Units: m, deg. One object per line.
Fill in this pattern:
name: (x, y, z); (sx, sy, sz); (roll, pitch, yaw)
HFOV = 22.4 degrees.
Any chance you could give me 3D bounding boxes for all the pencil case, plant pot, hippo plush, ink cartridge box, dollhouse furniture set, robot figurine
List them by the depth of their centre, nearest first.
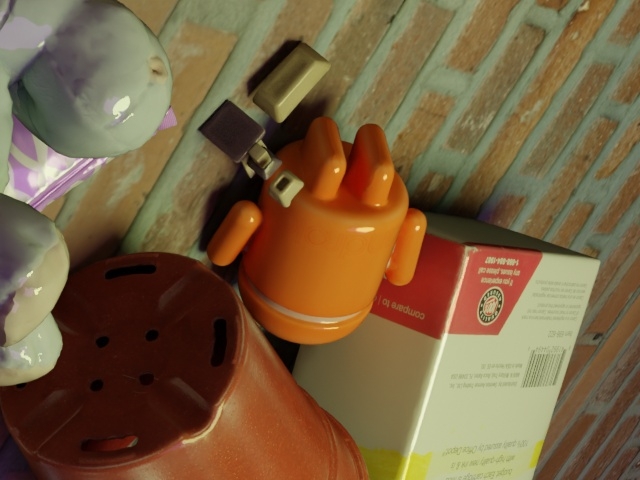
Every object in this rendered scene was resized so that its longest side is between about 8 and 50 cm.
hippo plush: (-0.227, -0.079, 0.967); (0.236, 0.294, 0.234); (-57, -164, -28)
pencil case: (-0.205, -0.051, 1.100); (0.206, 0.088, 0.086); (-41, 150, -14)
plant pot: (-0.119, 0.165, 1.318); (0.272, 0.272, 0.265); (-40, 142, -15)
dollhouse furniture set: (-0.021, -0.092, 1.318); (0.114, 0.091, 0.081); (-49, 166, -5)
robot figurine: (-0.002, -0.001, 1.393); (0.158, 0.128, 0.219); (-25, 144, -43)
ink cartridge box: (0.099, 0.172, 1.587); (0.279, 0.160, 0.385); (6, 101, -56)
